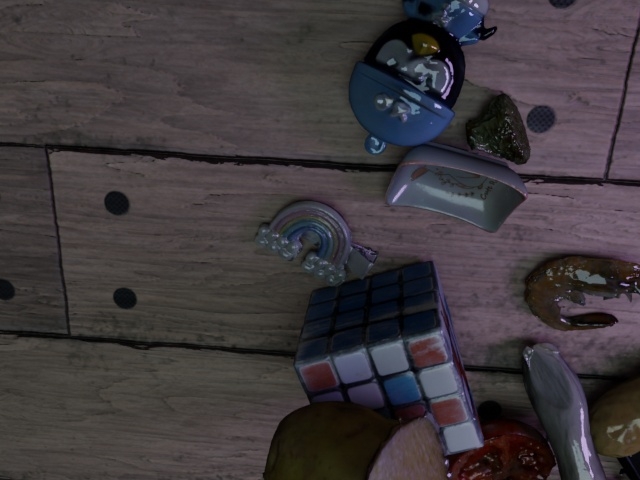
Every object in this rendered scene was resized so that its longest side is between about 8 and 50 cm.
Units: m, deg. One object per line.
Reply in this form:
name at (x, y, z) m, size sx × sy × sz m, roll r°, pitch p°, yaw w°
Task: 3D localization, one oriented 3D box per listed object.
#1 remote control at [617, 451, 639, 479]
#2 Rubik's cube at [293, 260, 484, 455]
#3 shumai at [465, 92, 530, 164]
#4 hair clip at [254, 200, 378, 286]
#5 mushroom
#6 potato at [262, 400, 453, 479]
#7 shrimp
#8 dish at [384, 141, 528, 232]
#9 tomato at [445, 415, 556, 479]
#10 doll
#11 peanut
remote control at (0.738, 0.529, 1.312) m, size 0.144 × 0.062 × 0.399 m, roll -32°, pitch 106°, yaw 17°
Rubik's cube at (0.122, 0.222, 1.126) m, size 0.258 × 0.256 × 0.254 m, roll -15°, pitch 111°, yaw 11°
shumai at (0.290, -0.173, 1.048) m, size 0.087 × 0.099 × 0.124 m, roll -19°, pitch 108°, yaw 29°
hair clip at (0.000, 0.000, 1.162) m, size 0.220 × 0.054 × 0.140 m, roll 30°, pitch 118°, yaw -4°
mushroom at (0.465, 0.363, 1.185) m, size 0.097 × 0.109 × 0.352 m, roll -14°, pitch 79°, yaw -1°
potato at (0.041, 0.386, 0.952) m, size 0.237 × 0.300 × 0.289 m, roll -12°, pitch 79°, yaw 31°
shrimp at (0.503, 0.108, 1.164) m, size 0.253 × 0.058 × 0.173 m, roll 10°, pitch 121°, yaw 3°
dish at (0.227, -0.098, 1.065) m, size 0.212 × 0.077 × 0.151 m, roll 15°, pitch 155°, yaw -1°
tomato at (0.353, 0.440, 1.288) m, size 0.227 × 0.101 × 0.228 m, roll -1°, pitch 120°, yaw -1°
doll at (0.151, -0.275, 0.985) m, size 0.177 × 0.141 × 0.314 m, roll 28°, pitch 107°, yaw 6°
peanut at (0.641, 0.307, 1.181) m, size 0.318 × 0.147 × 0.148 m, roll -34°, pitch 106°, yaw 16°
